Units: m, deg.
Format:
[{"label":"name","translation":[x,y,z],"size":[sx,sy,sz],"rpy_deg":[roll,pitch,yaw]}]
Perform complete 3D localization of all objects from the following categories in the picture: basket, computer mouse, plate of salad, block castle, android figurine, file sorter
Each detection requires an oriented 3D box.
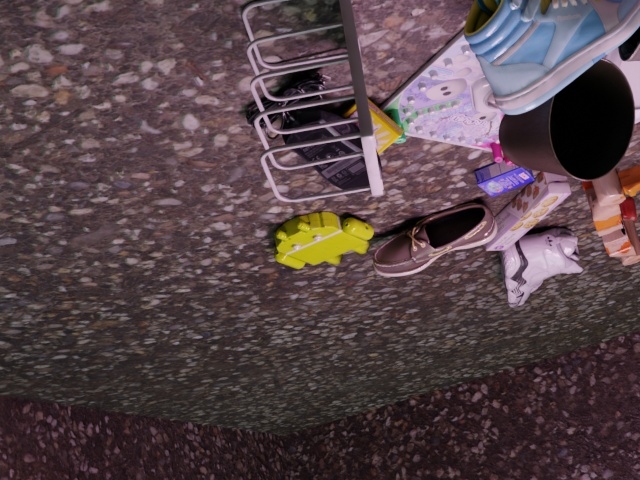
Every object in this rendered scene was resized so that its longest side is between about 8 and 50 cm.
[{"label":"basket","translation":[0.416,-0.199,1.547],"size":[0.154,0.204,0.227],"rpy_deg":[11,178,-13]},{"label":"computer mouse","translation":[0.016,-0.196,1.637],"size":[0.189,0.072,0.272],"rpy_deg":[-24,126,39]},{"label":"plate of salad","translation":[0.558,-0.304,1.572],"size":[0.200,0.199,0.048],"rpy_deg":[9,-166,-37]},{"label":"block castle","translation":[0.733,-0.137,1.928],"size":[0.303,0.212,0.453],"rpy_deg":[-19,153,19]},{"label":"android figurine","translation":[0.000,0.000,2.158],"size":[0.248,0.056,0.273],"rpy_deg":[-22,156,27]},{"label":"file sorter","translation":[-0.012,-0.219,1.368],"size":[0.173,0.277,0.193],"rpy_deg":[-10,157,5]}]

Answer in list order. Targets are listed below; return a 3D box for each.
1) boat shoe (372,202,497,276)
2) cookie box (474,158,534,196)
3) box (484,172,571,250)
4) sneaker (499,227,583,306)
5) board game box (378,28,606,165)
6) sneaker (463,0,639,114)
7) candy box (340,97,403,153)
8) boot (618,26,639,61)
[{"label":"boat shoe","translation":[0.272,-0.006,2.181],"size":[0.325,0.116,0.096],"rpy_deg":[-19,151,12]},{"label":"cookie box","translation":[0.416,-0.146,2.002],"size":[0.107,0.040,0.092],"rpy_deg":[-21,154,25]},{"label":"box","translation":[0.502,-0.068,2.187],"size":[0.067,0.063,0.324],"rpy_deg":[0,155,-20]},{"label":"sneaker","translation":[0.614,0.078,2.472],"size":[0.210,0.137,0.366],"rpy_deg":[-11,154,9]},{"label":"board game box","translation":[0.351,-0.272,1.676],"size":[0.390,0.050,0.390],"rpy_deg":[6,152,-33]},{"label":"sneaker","translation":[0.365,-0.368,1.379],"size":[0.319,0.127,0.208],"rpy_deg":[-41,111,-4]},{"label":"candy box","translation":[0.060,-0.190,1.710],"size":[0.105,0.027,0.206],"rpy_deg":[37,139,-13]},{"label":"boot","translation":[0.596,-0.318,1.515],"size":[0.209,0.189,0.076],"rpy_deg":[-13,-161,-36]}]
